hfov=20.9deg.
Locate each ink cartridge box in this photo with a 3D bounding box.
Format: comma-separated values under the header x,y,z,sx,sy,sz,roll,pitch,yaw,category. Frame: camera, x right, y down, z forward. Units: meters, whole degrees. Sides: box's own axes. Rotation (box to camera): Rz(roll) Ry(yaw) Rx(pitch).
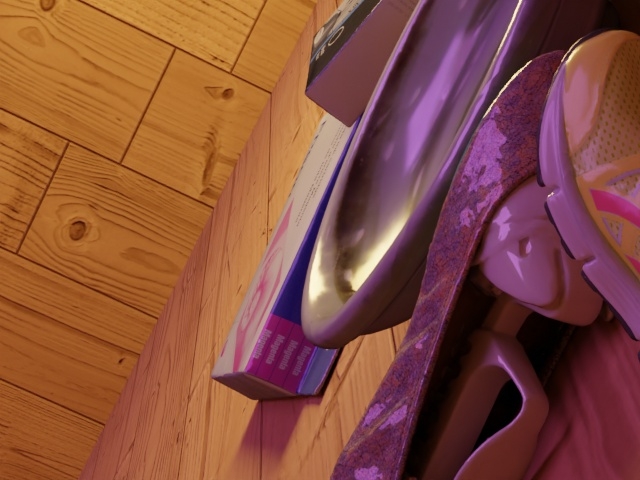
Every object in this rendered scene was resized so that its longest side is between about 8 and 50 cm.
x,y,z,sx,sy,sz,roll,pitch,yaw,category
0.000,0.000,1.739,0.324,0.071,0.330,-66,8,-11,ink cartridge box
0.110,-0.270,1.641,0.333,0.065,0.165,-48,14,21,ink cartridge box

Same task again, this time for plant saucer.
x,y,z,sx,sy,sz,roll,pitch,yaw,category
0.115,-0.092,1.215,0.400,0.100,0.400,-62,10,19,plant saucer

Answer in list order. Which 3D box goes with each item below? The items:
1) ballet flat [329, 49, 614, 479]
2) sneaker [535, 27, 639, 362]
x,y,z,sx,sy,sz,roll,pitch,yaw,category
0.105,0.052,0.957,0.106,0.107,0.316,34,105,61,ballet flat
0.153,0.008,0.623,0.094,0.081,0.208,-39,68,47,sneaker
